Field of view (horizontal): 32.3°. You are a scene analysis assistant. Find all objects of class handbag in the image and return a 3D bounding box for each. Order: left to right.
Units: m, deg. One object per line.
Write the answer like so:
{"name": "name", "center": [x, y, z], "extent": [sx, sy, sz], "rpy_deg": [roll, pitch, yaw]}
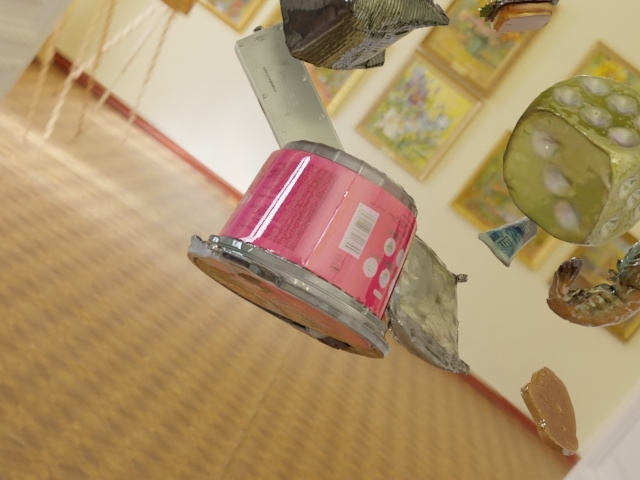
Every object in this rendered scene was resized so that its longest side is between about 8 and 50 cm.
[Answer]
{"name": "handbag", "center": [0.065, -0.456, 1.861], "extent": [0.240, 0.247, 0.341], "rpy_deg": [4, 72, -38]}

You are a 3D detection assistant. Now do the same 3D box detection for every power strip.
{"name": "power strip", "center": [-0.042, -0.222, 2.014], "extent": [0.043, 0.106, 0.367], "rpy_deg": [111, -45, -82]}

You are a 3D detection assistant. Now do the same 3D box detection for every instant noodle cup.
{"name": "instant noodle cup", "center": [0.000, 0.000, 1.277], "extent": [0.258, 0.181, 0.302], "rpy_deg": [25, -11, 16]}

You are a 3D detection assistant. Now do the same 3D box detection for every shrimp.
{"name": "shrimp", "center": [0.448, 0.034, 1.666], "extent": [0.169, 0.296, 0.058], "rpy_deg": [7, 45, -14]}

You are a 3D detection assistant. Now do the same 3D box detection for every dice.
{"name": "dice", "center": [0.499, -0.150, 2.044], "extent": [0.227, 0.233, 0.238], "rpy_deg": [-25, 56, -33]}

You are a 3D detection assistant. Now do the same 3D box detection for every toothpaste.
{"name": "toothpaste", "center": [0.352, -0.006, 2.032], "extent": [0.268, 0.047, 0.069], "rpy_deg": [-24, 101, -62]}

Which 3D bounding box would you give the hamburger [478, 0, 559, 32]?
{"name": "hamburger", "center": [0.375, -0.452, 2.103], "extent": [0.137, 0.087, 0.166], "rpy_deg": [-4, -2, -6]}

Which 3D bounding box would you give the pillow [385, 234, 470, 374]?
{"name": "pillow", "center": [0.152, 0.090, 1.631], "extent": [0.169, 0.059, 0.255], "rpy_deg": [36, 31, -17]}

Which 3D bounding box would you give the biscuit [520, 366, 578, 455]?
{"name": "biscuit", "center": [0.343, 0.252, 1.669], "extent": [0.118, 0.023, 0.140], "rpy_deg": [36, 39, -25]}
